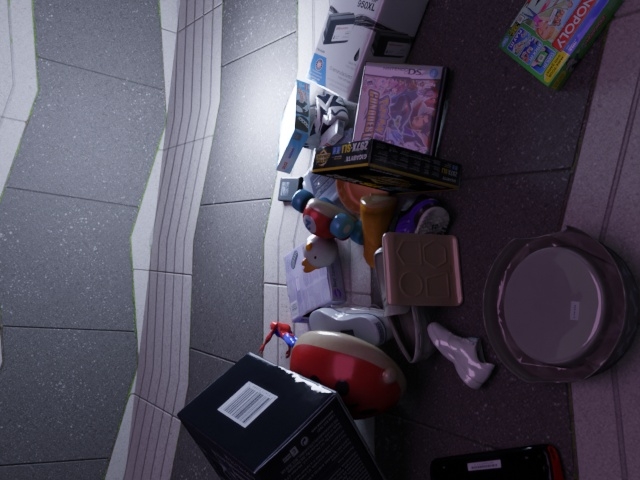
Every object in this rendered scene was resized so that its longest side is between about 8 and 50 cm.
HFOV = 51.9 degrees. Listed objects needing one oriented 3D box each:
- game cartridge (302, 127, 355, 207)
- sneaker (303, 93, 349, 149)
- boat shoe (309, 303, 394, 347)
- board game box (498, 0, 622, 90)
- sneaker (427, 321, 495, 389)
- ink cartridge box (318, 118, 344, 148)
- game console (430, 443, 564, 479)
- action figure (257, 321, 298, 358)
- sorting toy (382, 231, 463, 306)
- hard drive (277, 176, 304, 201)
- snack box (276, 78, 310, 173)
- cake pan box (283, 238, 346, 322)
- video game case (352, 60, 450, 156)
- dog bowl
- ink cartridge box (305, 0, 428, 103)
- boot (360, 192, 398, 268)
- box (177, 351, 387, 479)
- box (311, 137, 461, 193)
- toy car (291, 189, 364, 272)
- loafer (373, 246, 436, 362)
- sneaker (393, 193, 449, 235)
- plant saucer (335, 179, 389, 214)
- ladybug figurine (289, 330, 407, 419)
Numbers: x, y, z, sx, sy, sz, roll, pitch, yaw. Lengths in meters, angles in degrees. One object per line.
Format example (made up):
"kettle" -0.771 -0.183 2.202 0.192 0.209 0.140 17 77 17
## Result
"game cartridge" 0.048 -0.212 2.210 0.297 0.062 0.198 -42 55 42
"sneaker" 0.011 -0.425 2.277 0.235 0.094 0.153 -43 42 51
"boat shoe" 0.114 0.242 1.943 0.367 0.156 0.136 -14 91 58
"board game box" 0.575 -0.540 1.530 0.317 0.046 0.213 -60 40 28
"sneaker" 0.359 0.268 1.659 0.094 0.080 0.212 -53 50 18
"ink cartridge box" 0.036 -0.346 2.192 0.115 0.029 0.063 -38 37 48
"game console" 0.412 0.664 1.514 0.386 0.060 0.342 -30 54 48
"action figure" -0.117 0.376 2.284 0.280 0.091 0.139 34 102 52
"sorting toy" 0.265 0.077 1.721 0.038 0.208 0.193 132 137 -70
"hard drive" -0.112 -0.191 2.458 0.135 0.022 0.094 7 89 55
"snack box" -0.097 -0.409 2.346 0.322 0.060 0.187 -90 22 -46
"cake pan box" -0.024 0.129 2.228 0.246 0.070 0.267 -38 54 48
"video game case" 0.226 -0.370 1.891 0.248 0.035 0.275 11 94 24
"dog bowl" 0.518 0.141 1.420 0.349 0.102 0.348 -14 72 53
"ink cartridge box" 0.142 -0.643 2.063 0.285 0.166 0.395 41 116 50
"boot" 0.164 -0.023 1.866 0.295 0.104 0.211 -56 -33 -81
"box" -0.086 0.623 1.828 0.480 0.297 0.471 7 131 56
"box" 0.176 -0.195 1.785 0.257 0.322 0.079 4 86 55
"toy car" 0.000 0.000 2.058 0.219 0.210 0.238 33 100 37
"loafer" 0.216 0.169 1.745 0.112 0.111 0.319 -25 88 42
"sneaker" 0.248 -0.004 1.851 0.293 0.102 0.146 -59 33 25
"plant saucer" 0.137 -0.180 2.039 0.200 0.037 0.200 7 101 37
"ladybug figurine" 0.057 0.391 1.848 0.162 0.305 0.449 -53 16 -27
